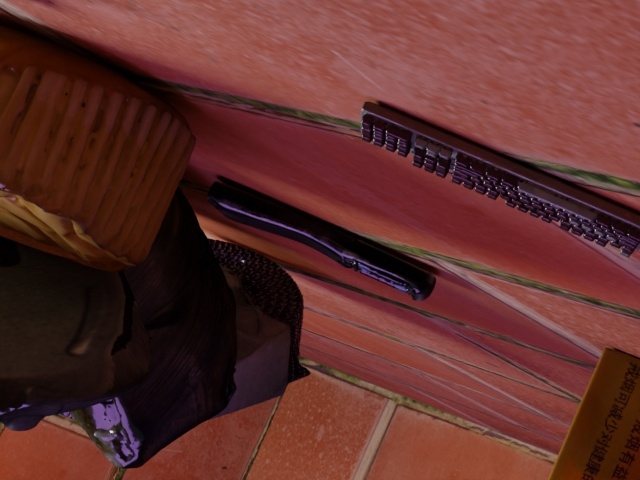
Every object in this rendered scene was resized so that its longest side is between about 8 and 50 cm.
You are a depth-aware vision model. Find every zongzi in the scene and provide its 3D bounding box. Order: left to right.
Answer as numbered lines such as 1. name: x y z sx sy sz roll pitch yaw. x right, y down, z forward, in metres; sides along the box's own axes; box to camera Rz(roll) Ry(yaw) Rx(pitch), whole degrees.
1. zongzi: -0.255 -0.053 1.675 0.403 0.208 0.432 43 156 37

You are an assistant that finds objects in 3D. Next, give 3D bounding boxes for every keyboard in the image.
1. keyboard: 0.097 -0.032 0.963 0.166 0.017 0.055 23 174 6

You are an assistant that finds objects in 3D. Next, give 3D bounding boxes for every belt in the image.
1. belt: -0.170 0.095 1.946 0.325 0.122 0.260 -15 -143 -40

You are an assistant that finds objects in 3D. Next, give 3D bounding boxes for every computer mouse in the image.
1. computer mouse: -0.235 0.054 1.328 0.203 0.114 0.374 -3 -151 -14

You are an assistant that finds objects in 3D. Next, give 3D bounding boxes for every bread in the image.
1. bread: -0.214 -0.072 1.252 0.250 0.133 0.179 14 169 32

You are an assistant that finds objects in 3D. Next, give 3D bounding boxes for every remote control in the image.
1. remote control: 0.000 0.000 1.541 0.212 0.028 0.059 23 175 7

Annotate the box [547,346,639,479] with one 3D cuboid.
1. box: 0.320 0.204 1.486 0.237 0.152 0.070 21 172 20
